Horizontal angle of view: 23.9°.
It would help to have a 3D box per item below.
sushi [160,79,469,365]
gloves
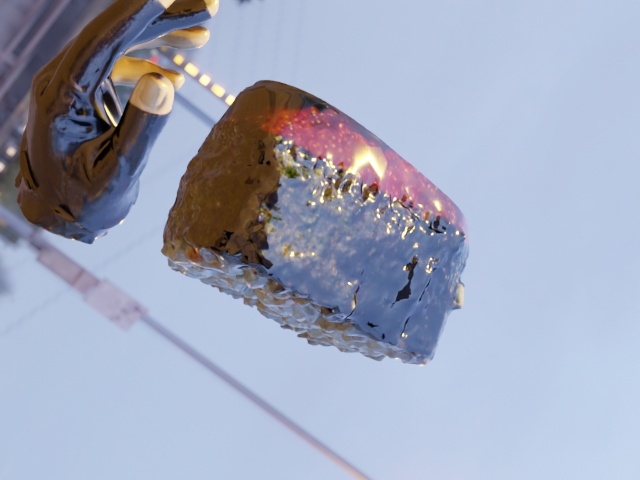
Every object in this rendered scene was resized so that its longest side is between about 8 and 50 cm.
[{"bbox_3d":[0.000,0.000,1.008,0.136,0.225,0.126,9,-112,45],"label":"sushi"},{"bbox_3d":[-0.205,-0.136,1.495,0.301,0.152,0.197,-51,-144,14],"label":"gloves"}]
